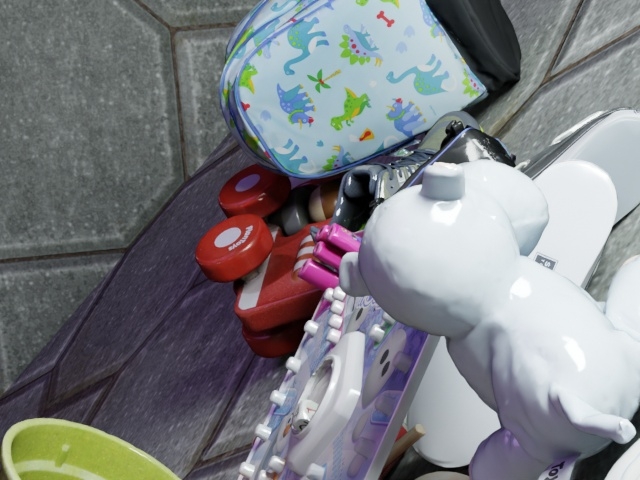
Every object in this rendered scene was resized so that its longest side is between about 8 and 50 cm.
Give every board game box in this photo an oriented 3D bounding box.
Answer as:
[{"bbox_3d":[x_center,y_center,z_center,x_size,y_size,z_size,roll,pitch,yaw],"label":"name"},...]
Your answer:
[{"bbox_3d":[-0.005,0.142,1.371,0.390,0.050,0.390,-65,12,-12],"label":"board game box"}]

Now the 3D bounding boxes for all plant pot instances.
[{"bbox_3d":[-0.294,0.385,1.709,0.254,0.276,0.276,-59,14,13],"label":"plant pot"}]

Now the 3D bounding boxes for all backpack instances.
[{"bbox_3d":[0.040,-0.230,1.887,0.355,0.290,0.273,-19,31,23],"label":"backpack"},{"bbox_3d":[0.154,-0.039,1.616,0.158,0.117,0.173,-46,-15,14],"label":"backpack"}]

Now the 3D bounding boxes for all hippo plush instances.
[{"bbox_3d":[0.122,0.071,1.120,0.294,0.236,0.234,-38,-15,-53],"label":"hippo plush"}]

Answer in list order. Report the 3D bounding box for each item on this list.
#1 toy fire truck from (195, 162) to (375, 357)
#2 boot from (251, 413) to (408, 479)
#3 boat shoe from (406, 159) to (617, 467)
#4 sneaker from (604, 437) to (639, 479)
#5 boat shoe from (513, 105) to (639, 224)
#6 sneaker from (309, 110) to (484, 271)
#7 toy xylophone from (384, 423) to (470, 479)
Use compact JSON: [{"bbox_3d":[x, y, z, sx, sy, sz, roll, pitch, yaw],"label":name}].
[{"bbox_3d":[0.000,0.000,1.930,0.253,0.169,0.302,-16,32,23],"label":"toy fire truck"},{"bbox_3d":[-0.019,0.250,1.517,0.244,0.088,0.176,-22,34,53],"label":"boot"},{"bbox_3d":[0.178,0.069,1.360,0.301,0.108,0.102,-64,-16,-1],"label":"boat shoe"},{"bbox_3d":[0.282,0.142,0.856,0.319,0.127,0.208,-55,15,-11],"label":"sneaker"},{"bbox_3d":[0.200,-0.022,1.460,0.306,0.113,0.105,-46,13,10],"label":"boat shoe"},{"bbox_3d":[0.096,-0.057,1.740,0.111,0.121,0.300,0,44,44],"label":"sneaker"},{"bbox_3d":[0.040,0.291,1.263,0.322,0.081,0.236,-39,20,36],"label":"toy xylophone"}]
